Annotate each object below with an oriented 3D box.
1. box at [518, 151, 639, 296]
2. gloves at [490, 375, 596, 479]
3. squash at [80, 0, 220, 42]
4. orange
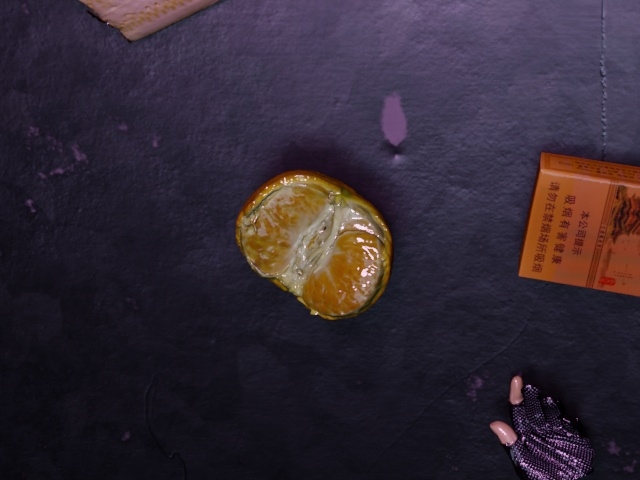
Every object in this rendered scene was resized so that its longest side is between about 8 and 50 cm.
[{"bbox_3d":[0.432,-0.016,1.567,0.274,0.076,0.174,10,119,6],"label":"box"},{"bbox_3d":[0.347,0.296,1.743,0.129,0.106,0.180,-23,81,20],"label":"gloves"},{"bbox_3d":[-0.205,-0.382,1.491,0.252,0.169,0.093,-21,66,21],"label":"squash"},{"bbox_3d":[-0.001,-0.003,1.613,0.237,0.158,0.179,33,112,-2],"label":"orange"}]
